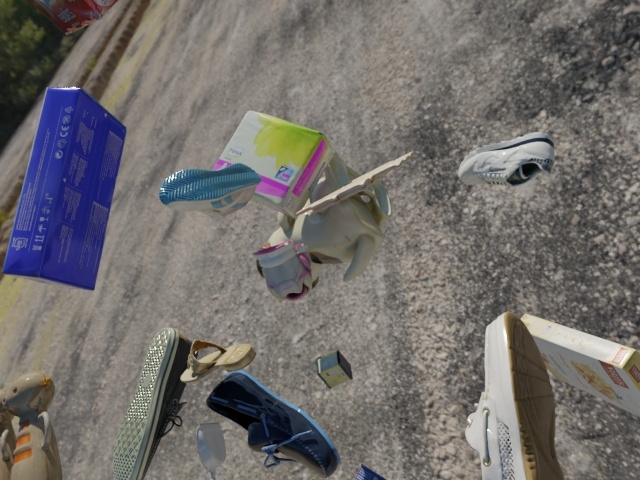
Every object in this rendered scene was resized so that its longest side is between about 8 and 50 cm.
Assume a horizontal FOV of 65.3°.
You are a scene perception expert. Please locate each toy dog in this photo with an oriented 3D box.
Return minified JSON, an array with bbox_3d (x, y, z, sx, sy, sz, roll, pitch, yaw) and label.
[{"bbox_3d":[0.000,0.000,1.498,0.407,0.284,0.396,-36,56,32],"label":"toy dog"}]

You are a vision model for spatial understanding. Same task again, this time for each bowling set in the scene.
[{"bbox_3d":[-0.370,0.216,0.452,0.287,0.199,0.154,-42,55,31],"label":"bowling set"}]

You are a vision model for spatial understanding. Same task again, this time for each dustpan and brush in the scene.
[{"bbox_3d":[-0.324,0.664,1.503,0.060,0.147,0.211,-28,67,5],"label":"dustpan and brush"}]

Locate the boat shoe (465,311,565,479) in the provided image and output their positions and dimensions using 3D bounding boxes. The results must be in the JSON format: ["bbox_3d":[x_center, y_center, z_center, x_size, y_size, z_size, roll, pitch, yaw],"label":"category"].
[{"bbox_3d":[0.208,0.220,0.568,0.096,0.098,0.277,-27,49,43],"label":"boat shoe"}]

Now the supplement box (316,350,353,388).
[{"bbox_3d":[0.042,0.397,1.534,0.083,0.083,0.056,-27,31,13],"label":"supplement box"}]

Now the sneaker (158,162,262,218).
[{"bbox_3d":[-0.206,-0.081,0.940,0.087,0.228,0.092,45,122,19],"label":"sneaker"}]

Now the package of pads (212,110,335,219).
[{"bbox_3d":[-0.130,-0.213,1.332,0.296,0.101,0.229,24,81,33],"label":"package of pads"}]

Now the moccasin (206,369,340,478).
[{"bbox_3d":[-0.112,0.414,1.076,0.341,0.138,0.116,19,37,38],"label":"moccasin"}]

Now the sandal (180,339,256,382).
[{"bbox_3d":[-0.246,0.247,1.099,0.239,0.079,0.088,-21,22,36],"label":"sandal"}]

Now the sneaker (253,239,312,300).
[{"bbox_3d":[-0.068,0.071,1.032,0.102,0.252,0.111,-19,84,8],"label":"sneaker"}]

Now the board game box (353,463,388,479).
[{"bbox_3d":[0.085,0.506,0.845,0.146,0.045,0.194,9,60,50],"label":"board game box"}]

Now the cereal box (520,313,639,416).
[{"bbox_3d":[0.488,0.228,0.903,0.047,0.173,0.240,-47,18,-9],"label":"cereal box"}]

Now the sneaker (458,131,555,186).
[{"bbox_3d":[0.412,-0.164,1.135,0.235,0.090,0.095,-19,54,51],"label":"sneaker"}]

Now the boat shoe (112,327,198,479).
[{"bbox_3d":[-0.516,0.535,1.599,0.186,0.156,0.501,-13,55,41],"label":"boat shoe"}]

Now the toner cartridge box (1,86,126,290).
[{"bbox_3d":[-0.468,-0.090,0.939,0.075,0.165,0.348,4,76,8],"label":"toner cartridge box"}]

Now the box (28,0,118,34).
[{"bbox_3d":[-0.350,-0.392,0.709,0.256,0.122,0.128,22,73,51],"label":"box"}]

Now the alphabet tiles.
[{"bbox_3d":[0.083,-0.127,1.158,0.277,0.021,0.284,-25,7,27],"label":"alphabet tiles"}]
